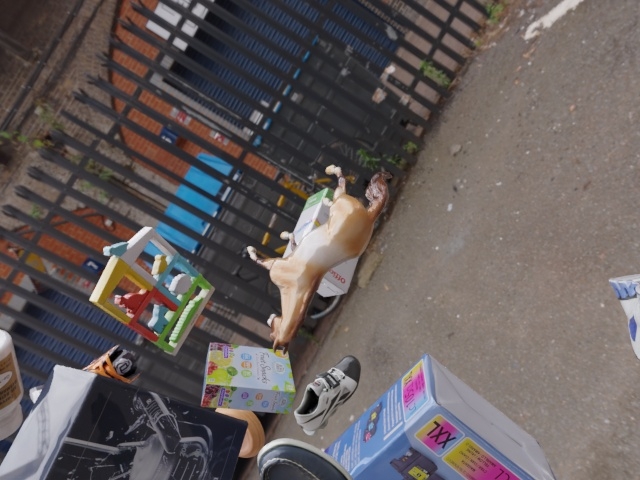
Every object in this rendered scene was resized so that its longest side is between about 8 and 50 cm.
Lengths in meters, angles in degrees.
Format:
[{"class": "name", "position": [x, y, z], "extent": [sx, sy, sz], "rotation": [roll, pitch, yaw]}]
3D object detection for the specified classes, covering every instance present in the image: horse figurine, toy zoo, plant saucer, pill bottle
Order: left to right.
[{"class": "pill bottle", "position": [-0.731, 0.321, 0.915], "extent": [0.131, 0.131, 0.229], "rotation": [-89, 4, -67]}, {"class": "toy zoo", "position": [-0.372, 0.106, 0.937], "extent": [0.030, 0.293, 0.192], "rotation": [4, 55, 32]}, {"class": "plant saucer", "position": [-0.276, 0.626, 1.375], "extent": [0.200, 0.200, 0.037], "rotation": [-55, -12, 26]}, {"class": "horse figurine", "position": [0.000, 0.000, 0.562], "extent": [0.263, 0.066, 0.174], "rotation": [-42, 37, 7]}]

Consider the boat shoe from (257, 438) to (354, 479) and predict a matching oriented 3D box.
[{"class": "boat shoe", "position": [0.013, 0.345, 0.488], "extent": [0.095, 0.254, 0.079], "rotation": [-32, 9, 13]}]

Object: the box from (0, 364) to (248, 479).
[{"class": "box", "position": [-0.331, 0.419, 0.670], "extent": [0.179, 0.312, 0.343], "rotation": [-9, 54, 41]}]

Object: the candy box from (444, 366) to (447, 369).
[{"class": "candy box", "position": [0.262, 0.464, 1.198], "extent": [0.233, 0.071, 0.159], "rotation": [-29, -8, -32]}]

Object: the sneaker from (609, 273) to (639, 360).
[{"class": "sneaker", "position": [0.697, 0.162, 0.836], "extent": [0.128, 0.182, 0.315], "rotation": [-16, -6, 20]}]

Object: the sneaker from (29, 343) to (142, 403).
[{"class": "sneaker", "position": [-0.477, 0.297, 0.881], "extent": [0.180, 0.124, 0.321], "rotation": [-35, 9, -28]}]

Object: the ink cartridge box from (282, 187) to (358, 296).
[{"class": "ink cartridge box", "position": [0.018, 0.010, 1.330], "extent": [0.117, 0.201, 0.278], "rotation": [-21, 40, 49]}]

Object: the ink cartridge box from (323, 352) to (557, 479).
[{"class": "ink cartridge box", "position": [0.160, 0.438, 0.734], "extent": [0.395, 0.270, 0.151], "rotation": [-51, 1, 20]}]

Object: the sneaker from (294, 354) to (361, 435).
[{"class": "sneaker", "position": [0.030, 0.550, 1.556], "extent": [0.122, 0.146, 0.330], "rotation": [16, 56, 41]}]

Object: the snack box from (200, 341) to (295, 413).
[{"class": "snack box", "position": [-0.176, 0.332, 1.026], "extent": [0.174, 0.207, 0.070], "rotation": [-121, 45, -68]}]
